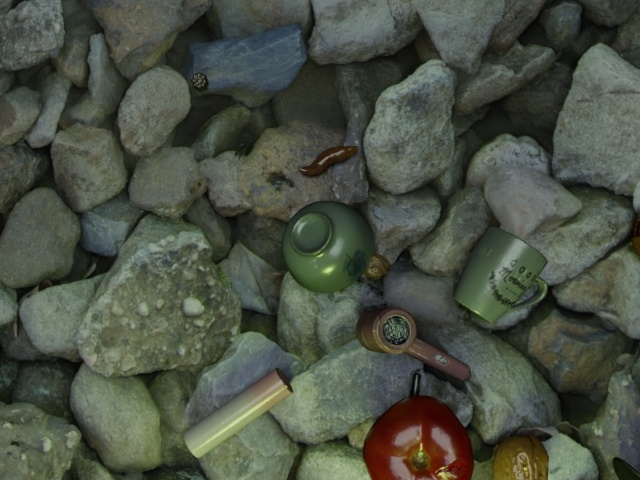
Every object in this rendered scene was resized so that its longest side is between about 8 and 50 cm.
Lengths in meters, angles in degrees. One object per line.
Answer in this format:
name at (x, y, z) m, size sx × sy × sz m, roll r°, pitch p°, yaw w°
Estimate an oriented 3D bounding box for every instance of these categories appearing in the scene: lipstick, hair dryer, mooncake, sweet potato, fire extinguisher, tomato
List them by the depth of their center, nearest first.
tomato at (0.256, 0.560, 1.412) m, size 0.298 × 0.226 × 0.299 m, roll -2°, pitch 83°, yaw 12°
hair dryer at (0.282, 0.300, 1.488) m, size 0.352 × 0.210 × 0.125 m, roll 27°, pitch 77°, yaw -4°
fire extinguisher at (0.274, 0.410, 1.543) m, size 0.038 × 0.025 × 0.083 m, roll 4°, pitch 78°, yaw 30°
lipstick at (-0.236, 0.498, 1.546) m, size 0.326 × 0.087 × 0.087 m, roll -34°, pitch 77°, yaw -2°
sweet potato at (0.027, -0.258, 1.693) m, size 0.202 × 0.058 × 0.055 m, roll -27°, pitch 120°, yaw 4°
mooncake at (-0.331, -0.412, 1.766) m, size 0.346 × 0.057 × 0.150 m, roll 40°, pitch 98°, yaw 18°

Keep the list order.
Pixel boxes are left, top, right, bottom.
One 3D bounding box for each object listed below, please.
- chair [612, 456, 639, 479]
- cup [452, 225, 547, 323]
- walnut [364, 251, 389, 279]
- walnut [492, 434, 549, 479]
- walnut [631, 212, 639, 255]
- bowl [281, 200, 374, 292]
chair at (0.982, 0.550, 1.341) m, size 0.401 × 0.226 × 0.227 m, roll -30°, pitch 77°, yaw -2°
cup at (0.523, 0.124, 1.516) m, size 0.258 × 0.186 × 0.234 m, roll 32°, pitch 92°, yaw -16°
walnut at (0.159, 0.075, 1.594) m, size 0.096 × 0.083 × 0.079 m, roll 33°, pitch 57°, yaw 23°
walnut at (0.531, 0.610, 1.418) m, size 0.144 × 0.144 × 0.180 m, roll 0°, pitch 83°, yaw 6°
walnut at (0.962, -0.040, 1.521) m, size 0.115 × 0.116 × 0.207 m, roll 27°, pitch 82°, yaw 11°
bowl at (0.000, 0.000, 1.559) m, size 0.289 × 0.146 × 0.289 m, roll -7°, pitch 71°, yaw 19°
